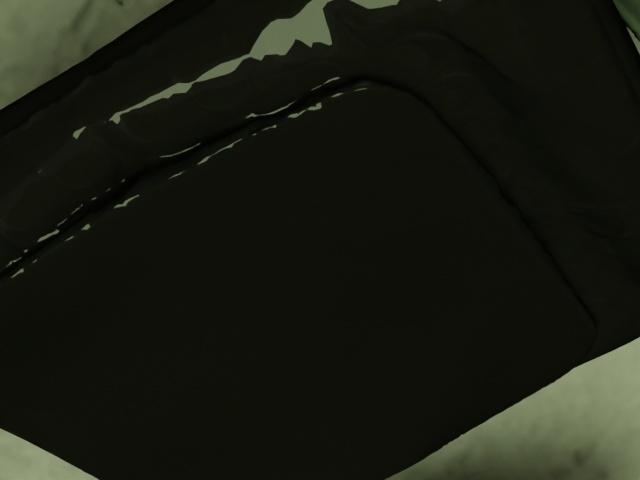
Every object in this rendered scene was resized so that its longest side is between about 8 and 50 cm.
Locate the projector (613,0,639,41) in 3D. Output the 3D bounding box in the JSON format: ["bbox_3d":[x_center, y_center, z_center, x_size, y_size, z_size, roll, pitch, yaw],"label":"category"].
[{"bbox_3d":[0.225,-0.168,0.419,0.108,0.108,0.337,37,109,-16],"label":"projector"}]

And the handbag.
[{"bbox_3d":[0.000,0.000,0.462,0.223,0.080,0.247,-27,145,13],"label":"handbag"}]
